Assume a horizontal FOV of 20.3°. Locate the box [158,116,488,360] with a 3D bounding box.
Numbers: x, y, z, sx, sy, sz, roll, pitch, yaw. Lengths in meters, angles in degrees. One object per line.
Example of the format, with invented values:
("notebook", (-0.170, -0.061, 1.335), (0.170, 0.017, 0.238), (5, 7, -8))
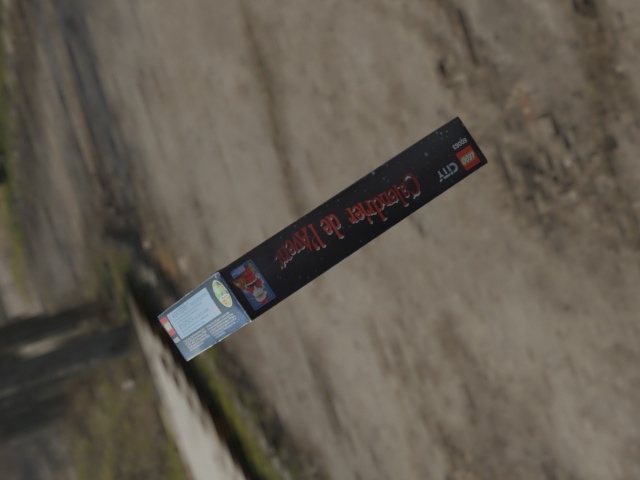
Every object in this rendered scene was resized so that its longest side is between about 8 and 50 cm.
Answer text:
("box", (0.000, 0.000, 1.356), (0.044, 0.233, 0.159), (56, 155, 1))
